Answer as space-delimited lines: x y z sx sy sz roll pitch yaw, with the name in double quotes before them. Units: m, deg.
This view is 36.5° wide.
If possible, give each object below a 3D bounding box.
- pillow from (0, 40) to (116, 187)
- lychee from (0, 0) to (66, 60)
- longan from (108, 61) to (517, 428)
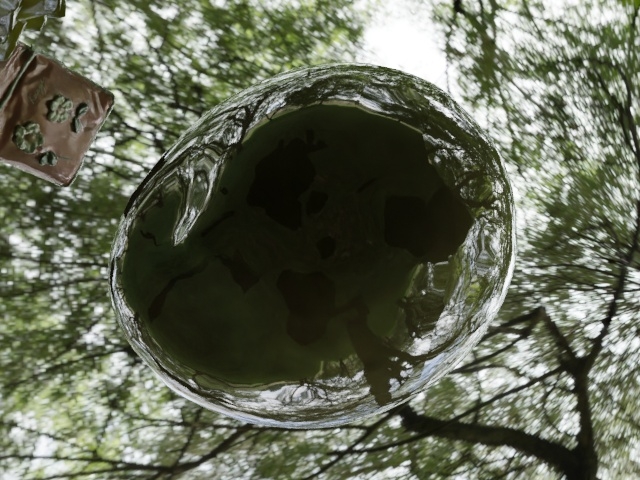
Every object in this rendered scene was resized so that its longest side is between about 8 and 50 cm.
"pillow" -0.325 -0.146 0.992 0.043 0.232 0.126 20 -96 42
"lychee" -0.174 -0.170 0.299 0.270 0.320 0.269 0 -90 47
"longan" 0.000 0.000 0.572 0.215 0.246 0.246 45 -78 15
